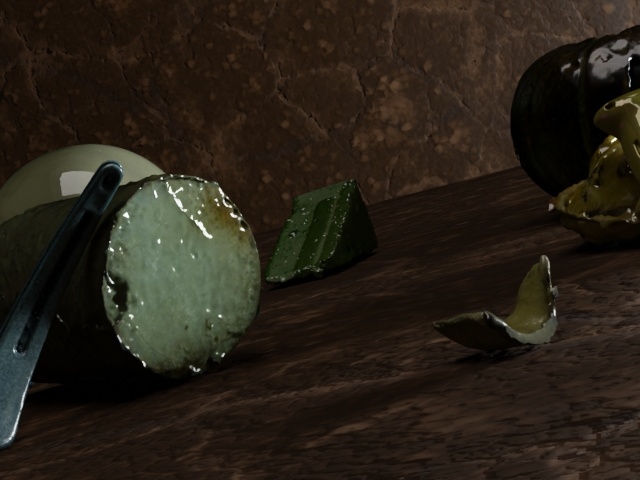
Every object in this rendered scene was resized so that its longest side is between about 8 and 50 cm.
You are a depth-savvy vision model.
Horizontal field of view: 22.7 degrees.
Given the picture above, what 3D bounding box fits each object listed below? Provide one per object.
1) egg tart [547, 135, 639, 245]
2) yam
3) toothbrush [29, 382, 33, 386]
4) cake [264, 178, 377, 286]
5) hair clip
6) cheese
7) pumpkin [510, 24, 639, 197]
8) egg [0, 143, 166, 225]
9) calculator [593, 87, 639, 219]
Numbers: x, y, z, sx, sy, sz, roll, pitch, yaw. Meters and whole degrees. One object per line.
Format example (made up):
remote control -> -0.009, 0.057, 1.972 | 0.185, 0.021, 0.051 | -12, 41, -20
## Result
egg tart -> 0.333, -0.067, 1.403 | 0.278, 0.095, 0.279 | -14, 8, 2
yam -> -0.179, 0.039, 1.321 | 0.168, 0.168, 0.304 | -17, 5, -32
toothbrush -> -0.319, 0.138, 1.574 | 0.019, 0.016, 0.219 | -7, -2, -26
cake -> -0.009, -0.008, 1.965 | 0.100, 0.099, 0.235 | -16, 4, 18
hair clip -> -0.204, 0.043, 1.155 | 0.039, 0.230, 0.070 | 28, -16, -22
cheese -> 0.118, 0.043, 0.962 | 0.084, 0.041, 0.060 | -35, 6, -32
pumpkin -> 0.363, -0.148, 1.805 | 0.320, 0.192, 0.320 | -17, 4, 1
egg -> -0.238, 0.011, 1.630 | 0.219, 0.219, 0.269 | -16, 7, -20
calculator -> 0.351, -0.085, 1.288 | 0.236, 0.157, 0.033 | -9, -41, -9
